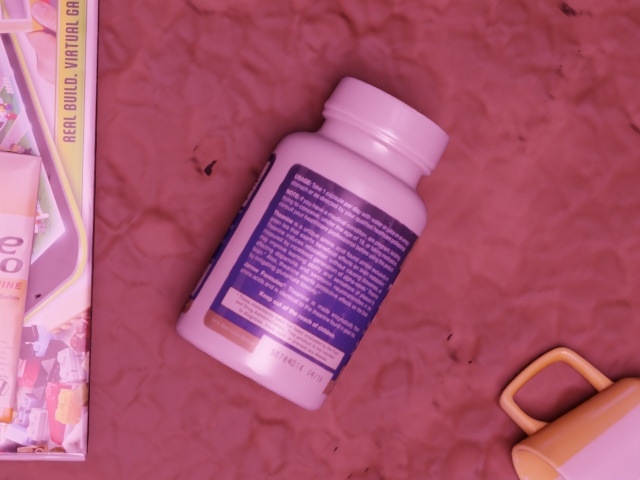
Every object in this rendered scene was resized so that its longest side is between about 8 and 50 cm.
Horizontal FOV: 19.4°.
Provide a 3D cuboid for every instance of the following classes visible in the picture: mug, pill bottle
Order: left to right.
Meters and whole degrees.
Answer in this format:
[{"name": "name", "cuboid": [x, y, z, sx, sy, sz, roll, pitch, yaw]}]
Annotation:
[{"name": "pill bottle", "cuboid": [0.000, 0.000, 0.730, 0.067, 0.067, 0.120, 31, 87, -10]}, {"name": "mug", "cuboid": [0.117, 0.082, 0.760, 0.064, 0.062, 0.078, -38, 105, -14]}]

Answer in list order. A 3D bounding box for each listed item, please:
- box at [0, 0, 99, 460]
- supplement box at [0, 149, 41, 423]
[{"name": "box", "cuboid": [-0.143, -0.020, 0.720, 0.114, 0.036, 0.207, 1, 92, -10]}, {"name": "supplement box", "cuboid": [-0.138, 0.014, 0.684, 0.062, 0.036, 0.098, 6, 91, -11]}]
